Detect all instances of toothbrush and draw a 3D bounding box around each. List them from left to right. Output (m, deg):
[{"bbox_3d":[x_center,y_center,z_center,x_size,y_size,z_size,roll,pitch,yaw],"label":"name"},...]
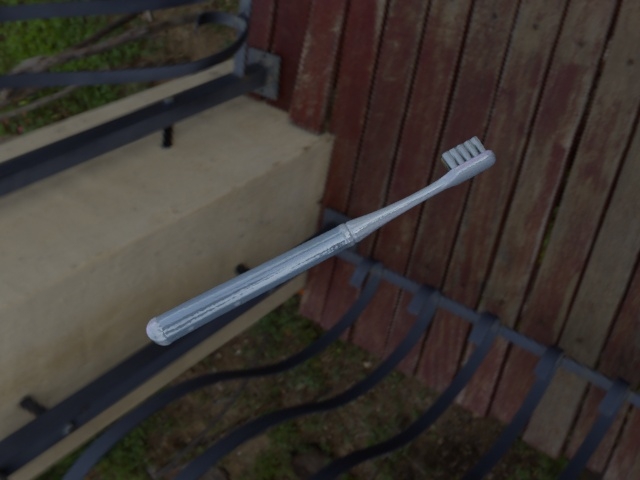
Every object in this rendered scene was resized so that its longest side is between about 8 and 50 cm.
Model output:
[{"bbox_3d":[0.001,0.002,0.843,0.030,0.342,0.025,59,178,24],"label":"toothbrush"}]
